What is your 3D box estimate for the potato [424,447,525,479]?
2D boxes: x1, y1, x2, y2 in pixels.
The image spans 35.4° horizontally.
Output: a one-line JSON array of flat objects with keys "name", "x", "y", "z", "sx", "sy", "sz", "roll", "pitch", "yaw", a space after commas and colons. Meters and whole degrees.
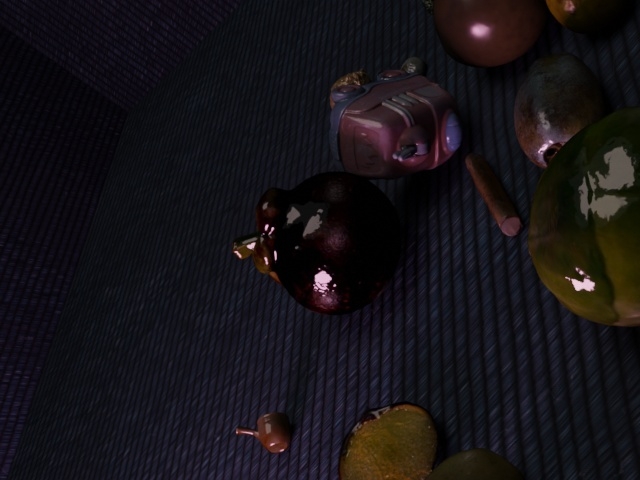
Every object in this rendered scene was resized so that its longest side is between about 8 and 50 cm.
[{"name": "potato", "x": 0.194, "y": 0.415, "z": 1.412, "sx": 0.251, "sy": 0.159, "sz": 0.174, "roll": -51, "pitch": -2, "yaw": -20}]

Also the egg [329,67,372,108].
[{"name": "egg", "x": 0.082, "y": -0.364, "z": 2.538, "sx": 0.118, "sy": 0.116, "sz": 0.140, "roll": 124, "pitch": 163, "yaw": -58}]

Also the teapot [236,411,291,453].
[{"name": "teapot", "x": -0.113, "y": 0.390, "z": 2.010, "sx": 0.085, "sy": 0.110, "sz": 0.080, "roll": 90, "pitch": 169, "yaw": -49}]

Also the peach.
[{"name": "peach", "x": 0.130, "y": 0.369, "z": 1.663, "sx": 0.189, "sy": 0.068, "sz": 0.279, "roll": -45, "pitch": 25, "yaw": 2}]

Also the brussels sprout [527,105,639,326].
[{"name": "brussels sprout", "x": 0.426, "y": -0.024, "z": 1.395, "sx": 0.354, "sy": 0.281, "sz": 0.289, "roll": 134, "pitch": 132, "yaw": -71}]

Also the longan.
[{"name": "longan", "x": 0.357, "y": -0.487, "z": 2.097, "sx": 0.258, "sy": 0.258, "sz": 0.258, "roll": -39, "pitch": 30, "yaw": 29}]

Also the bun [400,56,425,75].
[{"name": "bun", "x": 0.219, "y": -0.411, "z": 2.440, "sx": 0.083, "sy": 0.045, "sz": 0.083, "roll": -45, "pitch": 26, "yaw": 29}]

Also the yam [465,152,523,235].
[{"name": "yam", "x": 0.325, "y": -0.094, "z": 1.900, "sx": 0.046, "sy": 0.046, "sz": 0.264, "roll": -45, "pitch": 29, "yaw": 19}]

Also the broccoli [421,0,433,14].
[{"name": "broccoli", "x": 0.400, "y": -0.611, "z": 2.271, "sx": 0.361, "sy": 0.252, "sz": 0.221, "roll": -6, "pitch": 49, "yaw": 12}]

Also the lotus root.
[{"name": "lotus root", "x": 0.428, "y": -0.261, "z": 1.822, "sx": 0.158, "sy": 0.140, "sz": 0.322, "roll": -36, "pitch": 30, "yaw": 34}]

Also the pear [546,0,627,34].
[{"name": "pear", "x": 0.509, "y": -0.473, "z": 1.917, "sx": 0.149, "sy": 0.162, "sz": 0.149, "roll": -29, "pitch": 47, "yaw": 37}]

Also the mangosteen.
[{"name": "mangosteen", "x": 0.012, "y": -0.009, "z": 2.018, "sx": 0.297, "sy": 0.313, "sz": 0.297, "roll": -45, "pitch": 16, "yaw": 17}]

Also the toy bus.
[{"name": "toy bus", "x": 0.169, "y": -0.228, "z": 2.086, "sx": 0.294, "sy": 0.197, "sz": 0.232, "roll": -23, "pitch": 30, "yaw": -36}]
